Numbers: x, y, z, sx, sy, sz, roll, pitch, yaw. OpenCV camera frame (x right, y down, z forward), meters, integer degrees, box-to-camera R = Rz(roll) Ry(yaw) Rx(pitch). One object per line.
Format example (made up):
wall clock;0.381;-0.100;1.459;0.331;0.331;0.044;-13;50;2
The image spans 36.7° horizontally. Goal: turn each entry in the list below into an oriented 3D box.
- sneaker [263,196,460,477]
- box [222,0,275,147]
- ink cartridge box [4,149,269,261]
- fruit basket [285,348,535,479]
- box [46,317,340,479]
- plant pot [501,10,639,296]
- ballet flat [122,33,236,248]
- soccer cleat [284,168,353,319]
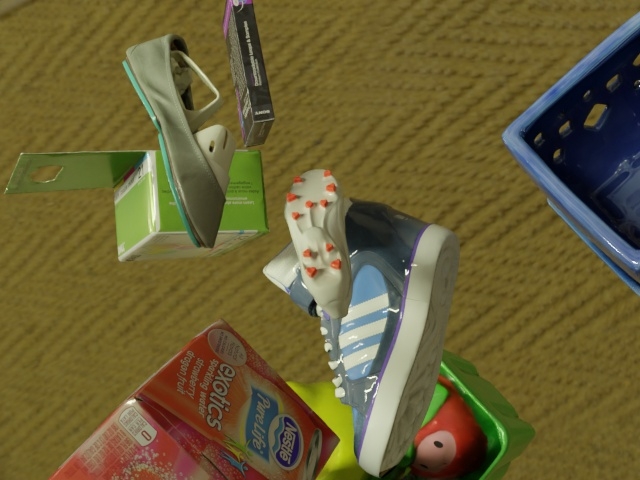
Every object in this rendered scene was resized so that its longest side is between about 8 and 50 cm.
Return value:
sneaker;0.028;0.107;1.213;0.236;0.130;0.323;16;95;26
box;-0.085;-0.200;1.116;0.029;0.116;0.162;-8;84;-10
ink cartridge box;-0.210;-0.034;1.081;0.188;0.255;0.097;157;108;-65
fruit basket;0.080;0.323;1.418;0.283;0.392;0.392;48;115;36
box;-0.124;0.189;0.645;0.122;0.128;0.257;46;115;1
plant pot;0.383;-0.079;1.106;0.236;0.212;0.236;-41;56;4
ballet flat;-0.108;-0.092;0.807;0.068;0.072;0.213;-24;61;-1
soccer cleat;0.000;0.000;1.057;0.068;0.196;0.076;-12;134;5
